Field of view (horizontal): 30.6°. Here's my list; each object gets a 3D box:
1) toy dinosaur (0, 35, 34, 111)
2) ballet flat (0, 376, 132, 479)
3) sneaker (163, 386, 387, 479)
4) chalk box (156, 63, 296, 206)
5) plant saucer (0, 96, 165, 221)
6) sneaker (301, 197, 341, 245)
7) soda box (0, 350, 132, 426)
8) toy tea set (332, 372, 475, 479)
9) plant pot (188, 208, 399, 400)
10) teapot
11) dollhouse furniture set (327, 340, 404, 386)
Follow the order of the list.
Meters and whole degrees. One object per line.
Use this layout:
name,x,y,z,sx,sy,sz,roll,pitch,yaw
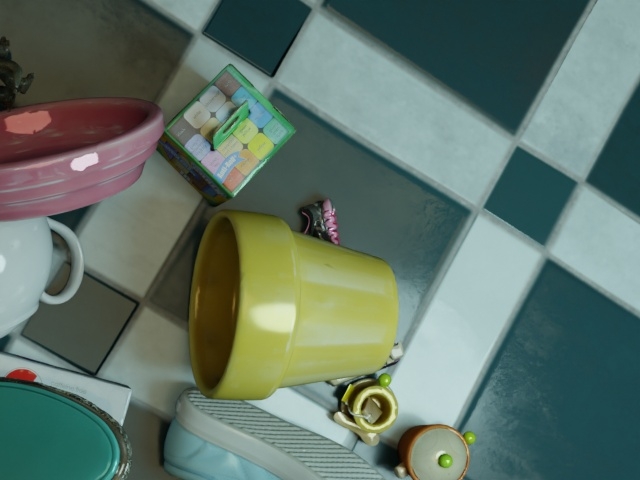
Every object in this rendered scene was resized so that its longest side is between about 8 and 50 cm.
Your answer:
toy dinosaur,-0.472,-0.223,1.513,0.160,0.313,0.121,9,113,-36
ballet flat,-0.466,0.257,1.493,0.482,0.182,0.164,6,67,3
sneaker,-0.051,0.343,1.613,0.366,0.135,0.150,27,108,14
chalk box,-0.129,-0.142,1.587,0.132,0.213,0.132,45,79,-9
plant saucer,-0.358,-0.102,1.483,0.332,0.332,0.084,-13,110,-14
sneaker,0.000,0.000,1.708,0.057,0.047,0.119,-8,89,8
soda box,-0.371,0.206,1.590,0.216,0.069,0.074,17,84,-13
toy tea set,0.077,0.368,1.666,0.200,0.124,0.336,29,82,-11
plant pot,-0.034,0.092,1.590,0.239,0.254,0.254,5,87,-21
teapot,-0.448,0.055,1.506,0.256,0.252,0.187,-14,108,-1
dollhouse furniture set,0.050,0.154,1.697,0.114,0.091,0.081,-20,78,-11
